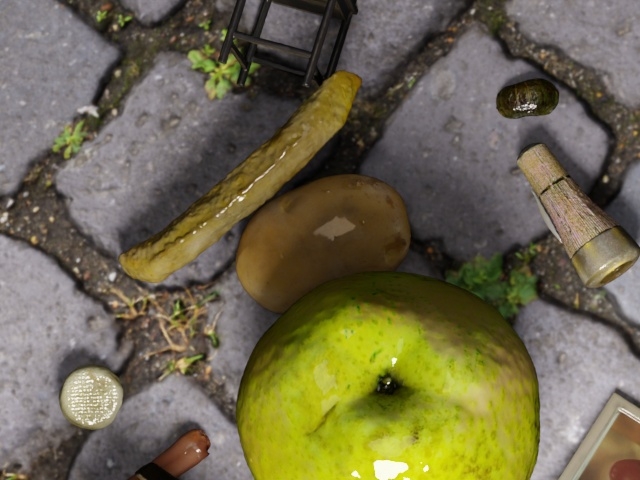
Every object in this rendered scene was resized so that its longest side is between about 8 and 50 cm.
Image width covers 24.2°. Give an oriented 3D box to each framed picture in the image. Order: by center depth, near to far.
[{"bbox_3d":[0.371,0.356,1.809,0.211,0.020,0.289,33,71,13],"label":"framed picture"}]

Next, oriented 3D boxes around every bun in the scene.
[{"bbox_3d":[-0.297,0.202,1.946,0.086,0.055,0.086,0,89,-4],"label":"bun"}]

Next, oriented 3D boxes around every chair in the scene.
[{"bbox_3d":[-0.022,-0.323,1.948,0.141,0.154,0.260,16,85,9],"label":"chair"}]

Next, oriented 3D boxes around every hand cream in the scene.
[{"bbox_3d":[0.317,-0.040,1.895,0.084,0.084,0.203,-34,73,1],"label":"hand cream"}]

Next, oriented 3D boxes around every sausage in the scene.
[{"bbox_3d":[-0.217,0.303,1.920,0.177,0.047,0.040,-35,59,0],"label":"sausage"}]

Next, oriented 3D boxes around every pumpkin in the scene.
[{"bbox_3d":[0.269,-0.185,1.948,0.083,0.028,0.050,-14,81,9],"label":"pumpkin"}]

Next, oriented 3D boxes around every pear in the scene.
[{"bbox_3d":[0.082,0.208,1.736,0.391,0.391,0.391,-1,80,7],"label":"pear"}]

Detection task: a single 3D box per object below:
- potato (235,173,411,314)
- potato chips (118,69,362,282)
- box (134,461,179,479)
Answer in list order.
[{"bbox_3d":[0.000,0.000,1.904,0.234,0.146,0.150,-22,46,4],"label":"potato"},{"bbox_3d":[-0.102,-0.068,1.905,0.407,0.057,0.080,-40,42,12],"label":"potato chips"},{"bbox_3d":[-0.141,0.404,1.803,0.273,0.184,0.143,34,85,1],"label":"box"}]
